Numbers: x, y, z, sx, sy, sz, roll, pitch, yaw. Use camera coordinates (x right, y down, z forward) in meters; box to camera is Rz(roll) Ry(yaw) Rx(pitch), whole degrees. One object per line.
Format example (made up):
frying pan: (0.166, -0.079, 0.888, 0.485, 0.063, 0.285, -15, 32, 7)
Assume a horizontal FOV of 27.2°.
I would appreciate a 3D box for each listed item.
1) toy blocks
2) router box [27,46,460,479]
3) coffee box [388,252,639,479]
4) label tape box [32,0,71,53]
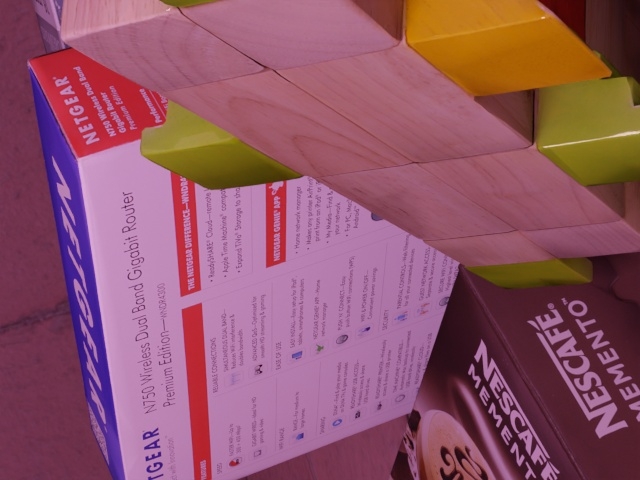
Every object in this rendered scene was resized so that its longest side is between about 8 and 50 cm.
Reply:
toy blocks: (0.044, -0.153, 0.529, 0.190, 0.381, 0.261, -6, 71, 32)
router box: (0.000, 0.000, 0.797, 0.335, 0.301, 0.082, 94, 152, -48)
coffee box: (0.143, 0.138, 0.799, 0.297, 0.118, 0.168, 99, 149, -56)
label tape box: (-0.086, -0.181, 0.976, 0.106, 0.240, 0.334, -144, 40, -61)
